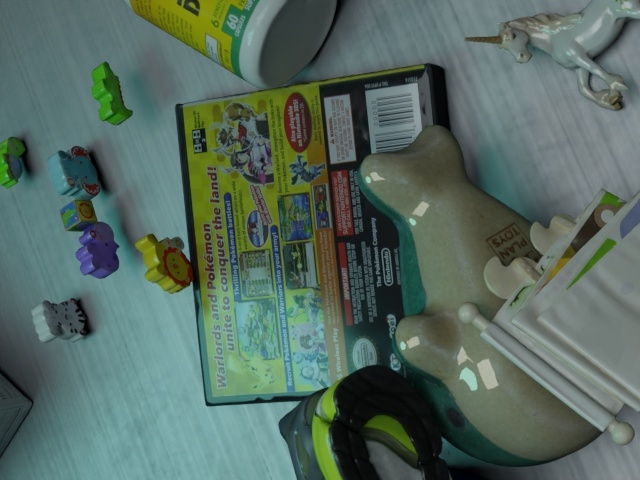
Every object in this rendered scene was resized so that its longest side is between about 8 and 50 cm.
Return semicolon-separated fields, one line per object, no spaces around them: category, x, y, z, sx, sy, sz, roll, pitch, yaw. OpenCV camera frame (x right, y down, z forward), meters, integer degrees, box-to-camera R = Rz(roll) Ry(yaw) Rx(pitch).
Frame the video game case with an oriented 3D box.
video game case;0.000;0.000;1.266;0.248;0.035;0.274;-6;89;25

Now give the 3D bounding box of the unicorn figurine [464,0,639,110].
unicorn figurine;0.214;-0.160;1.156;0.162;0.060;0.111;-38;74;4

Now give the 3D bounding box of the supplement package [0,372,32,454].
supplement package;-0.427;0.159;1.376;0.194;0.203;0.149;39;106;19

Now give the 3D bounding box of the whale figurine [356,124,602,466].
whale figurine;0.116;0.049;1.132;0.272;0.216;0.141;56;139;4

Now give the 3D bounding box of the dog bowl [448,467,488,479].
dog bowl;0.079;0.321;1.195;0.265;0.104;0.265;1;91;25

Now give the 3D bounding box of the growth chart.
growth chart;0.229;0.035;1.053;0.237;0.021;0.172;-35;68;-23

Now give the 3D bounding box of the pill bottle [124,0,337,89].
pill bottle;-0.100;-0.227;1.263;0.208;0.117;0.117;34;104;21

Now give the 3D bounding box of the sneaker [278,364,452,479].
sneaker;0.059;0.238;1.097;0.121;0.111;0.300;-15;95;60

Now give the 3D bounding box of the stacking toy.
stacking toy;-0.214;-0.028;1.349;0.167;0.052;0.221;-28;73;33
